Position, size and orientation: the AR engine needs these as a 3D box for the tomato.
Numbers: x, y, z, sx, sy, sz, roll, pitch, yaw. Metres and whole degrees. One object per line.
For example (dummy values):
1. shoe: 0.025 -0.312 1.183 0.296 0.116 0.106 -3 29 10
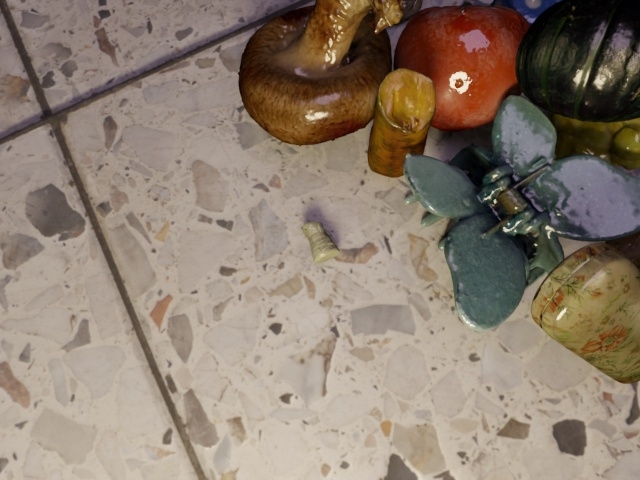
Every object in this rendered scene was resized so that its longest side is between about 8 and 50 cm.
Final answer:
1. tomato: 0.274 -0.336 0.991 0.265 0.265 0.264 0 75 1

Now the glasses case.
1. glasses case: 0.478 0.133 0.817 0.156 0.425 0.098 -50 40 13

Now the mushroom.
1. mushroom: -0.004 -0.345 0.944 0.334 0.356 0.331 6 76 10

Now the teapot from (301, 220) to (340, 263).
1. teapot: 0.000 0.000 1.015 0.067 0.057 0.083 -12 67 -41

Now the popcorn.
1. popcorn: 0.560 -0.249 0.981 0.242 0.235 0.250 30 55 34

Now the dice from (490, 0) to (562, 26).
1. dice: 0.456 -0.476 1.081 0.146 0.146 0.143 -23 74 -5

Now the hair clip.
1. hair clip: 0.319 -0.045 0.924 0.392 0.238 0.318 -33 76 -7

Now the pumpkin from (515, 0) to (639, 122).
1. pumpkin: 0.446 -0.294 0.797 0.250 0.250 0.216 22 104 6

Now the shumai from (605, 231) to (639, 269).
1. shumai: 0.671 -0.006 0.969 0.185 0.184 0.218 39 63 -25

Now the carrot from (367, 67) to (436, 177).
1. carrot: 0.147 -0.197 0.933 0.114 0.302 0.114 -1 79 3

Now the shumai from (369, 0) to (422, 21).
1. shumai: 0.157 -0.595 1.132 0.201 0.120 0.201 0 77 -2
